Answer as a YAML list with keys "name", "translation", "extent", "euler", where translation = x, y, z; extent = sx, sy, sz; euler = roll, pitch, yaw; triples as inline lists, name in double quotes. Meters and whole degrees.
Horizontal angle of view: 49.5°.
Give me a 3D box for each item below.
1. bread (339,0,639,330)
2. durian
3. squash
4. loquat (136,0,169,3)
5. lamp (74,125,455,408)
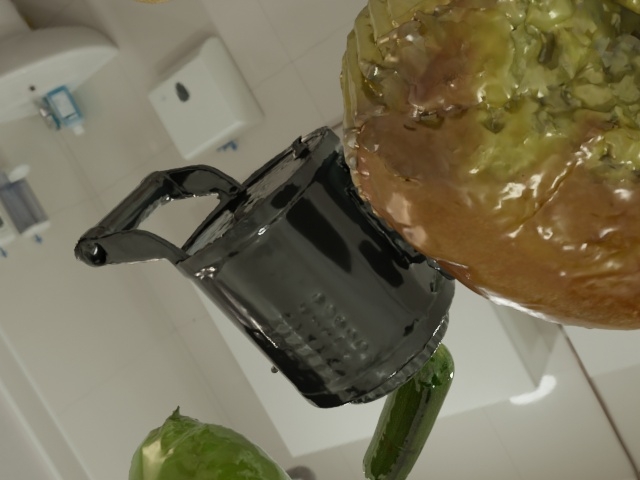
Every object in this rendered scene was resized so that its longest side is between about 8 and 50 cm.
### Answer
- name: "bread"
  translation: [0.130, -0.049, 0.378]
  extent: [0.179, 0.250, 0.133]
  euler: [-42, -153, 32]
- name: "durian"
  translation: [-0.107, 0.356, 0.775]
  extent: [0.204, 0.339, 0.256]
  euler: [-19, 179, -42]
- name: "squash"
  translation: [0.101, 0.206, 0.813]
  extent: [0.066, 0.066, 0.228]
  euler: [-36, 148, -52]
- name: "loquat"
  translation: [-0.345, -0.608, 1.368]
  extent: [0.275, 0.274, 0.275]
  euler: [-29, -175, 3]
- name: "lamp"
  translation: [-0.008, 0.037, 0.707]
  extent: [0.374, 0.272, 0.205]
  euler: [-13, -156, 24]
